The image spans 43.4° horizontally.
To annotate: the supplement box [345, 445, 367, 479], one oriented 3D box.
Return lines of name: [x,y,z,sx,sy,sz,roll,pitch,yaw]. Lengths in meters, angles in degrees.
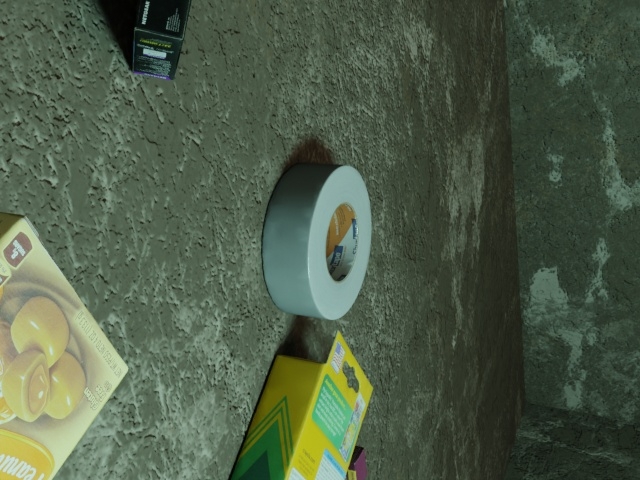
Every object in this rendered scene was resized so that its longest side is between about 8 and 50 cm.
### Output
supplement box: [0.027,0.351,1.264,0.043,0.083,0.055,-43,132,-55]

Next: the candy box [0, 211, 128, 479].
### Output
candy box: [-0.279,0.149,0.537,0.316,0.087,0.183,-60,146,-35]

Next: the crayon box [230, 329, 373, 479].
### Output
crayon box: [-0.030,0.308,1.135,0.323,0.083,0.203,-69,151,-28]

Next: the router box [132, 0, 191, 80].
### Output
router box: [-0.137,-0.252,0.743,0.133,0.046,0.179,161,-61,-75]

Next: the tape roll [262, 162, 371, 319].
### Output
tape roll: [0.000,0.000,1.143,0.219,0.072,0.219,6,90,-66]
